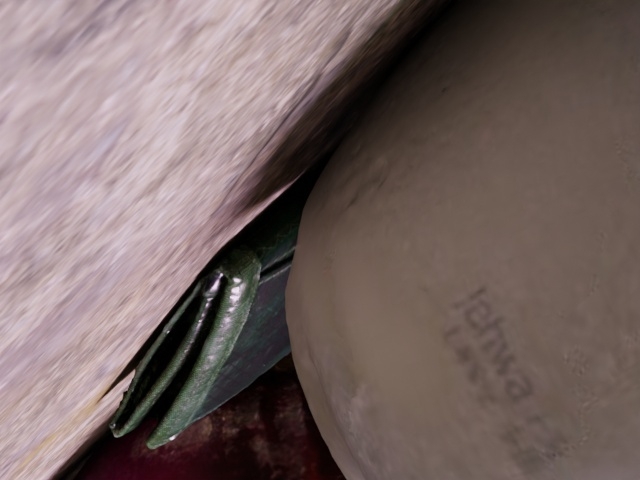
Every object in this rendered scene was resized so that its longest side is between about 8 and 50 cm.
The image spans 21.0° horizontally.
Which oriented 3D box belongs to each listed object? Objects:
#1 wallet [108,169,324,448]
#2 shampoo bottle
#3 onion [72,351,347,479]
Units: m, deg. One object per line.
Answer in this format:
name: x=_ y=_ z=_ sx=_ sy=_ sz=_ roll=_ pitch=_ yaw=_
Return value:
wallet: x=0.002 y=0.002 z=0.864 sx=0.236 sy=0.055 sz=0.160 roll=-42 pitch=169 yaw=-41
shampoo bottle: x=0.163 y=0.020 z=0.696 sx=0.317 sy=0.322 sz=0.322 roll=-35 pitch=180 yaw=16
onion: x=-0.021 y=0.189 z=1.146 sx=0.348 sy=0.348 sz=0.385 roll=-47 pitch=-148 yaw=32
